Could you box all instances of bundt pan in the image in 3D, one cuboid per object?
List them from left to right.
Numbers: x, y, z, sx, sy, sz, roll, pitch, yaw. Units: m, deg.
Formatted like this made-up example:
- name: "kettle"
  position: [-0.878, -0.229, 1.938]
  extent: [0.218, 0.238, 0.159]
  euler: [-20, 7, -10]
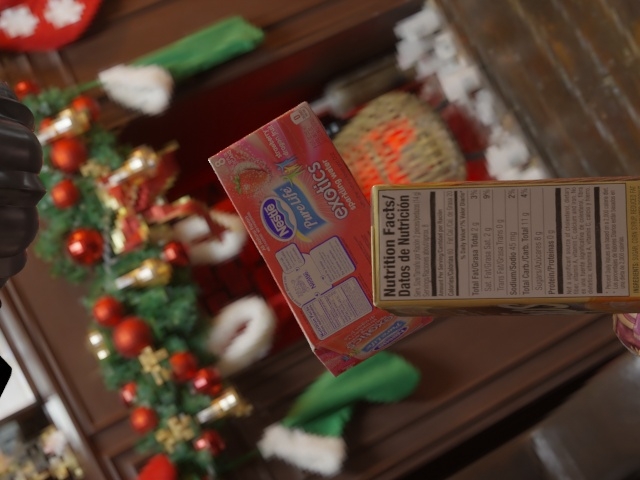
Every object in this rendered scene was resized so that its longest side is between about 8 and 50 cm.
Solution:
- name: "bundt pan"
  position: [-0.455, -0.069, 1.707]
  extent: [0.330, 0.124, 0.331]
  euler: [-2, 87, 46]

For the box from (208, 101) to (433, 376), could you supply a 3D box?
- name: "box"
  position: [0.000, 0.000, 1.726]
  extent: [0.300, 0.154, 0.142]
  euler: [59, 179, 24]

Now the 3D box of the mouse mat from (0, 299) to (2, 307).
- name: "mouse mat"
  position: [-0.442, 0.022, 1.434]
  extent: [0.152, 0.007, 0.190]
  euler: [-11, 131, 26]

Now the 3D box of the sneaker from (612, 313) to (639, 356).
- name: "sneaker"
  position: [0.372, 0.124, 1.472]
  extent: [0.282, 0.102, 0.161]
  euler: [84, -168, -72]

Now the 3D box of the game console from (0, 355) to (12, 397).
- name: "game console"
  position: [-0.468, 0.076, 1.233]
  extent: [0.361, 0.213, 0.044]
  euler: [42, 149, 12]

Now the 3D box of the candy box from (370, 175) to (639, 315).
- name: "candy box"
  position: [0.200, 0.007, 0.955]
  extent: [0.183, 0.316, 0.088]
  euler: [35, -127, -80]
